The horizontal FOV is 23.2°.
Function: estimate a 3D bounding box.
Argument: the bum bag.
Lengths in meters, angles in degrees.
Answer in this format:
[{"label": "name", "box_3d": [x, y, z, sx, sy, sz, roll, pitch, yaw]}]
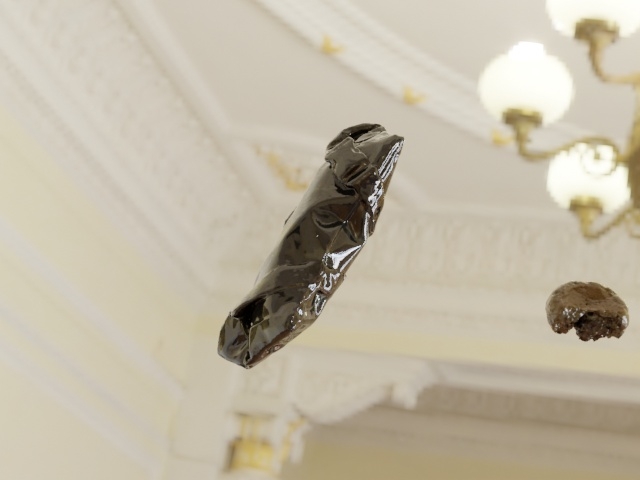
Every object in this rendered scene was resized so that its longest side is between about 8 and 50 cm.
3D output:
[{"label": "bum bag", "box_3d": [0.000, 0.000, 1.721, 0.095, 0.340, 0.144, 41, -28, -20]}]

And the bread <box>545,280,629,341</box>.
[{"label": "bread", "box_3d": [0.357, 0.096, 2.103, 0.113, 0.082, 0.060, 7, -51, 0]}]
